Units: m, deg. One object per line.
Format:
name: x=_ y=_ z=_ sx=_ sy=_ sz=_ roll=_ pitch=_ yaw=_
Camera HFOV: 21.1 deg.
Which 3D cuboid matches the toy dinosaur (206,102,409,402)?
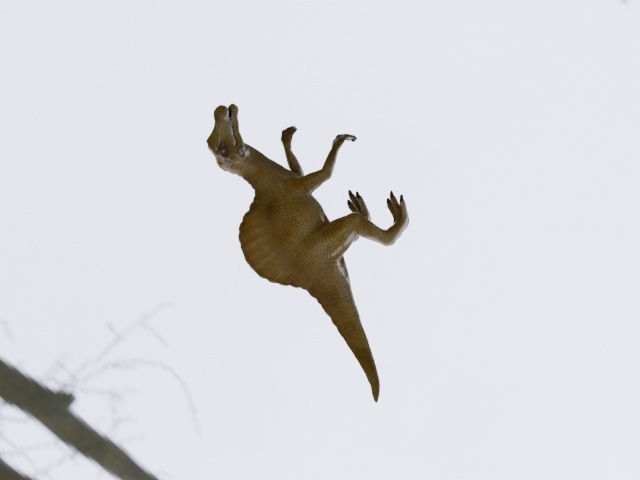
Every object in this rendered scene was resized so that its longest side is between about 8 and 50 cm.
toy dinosaur: x=0.000 y=0.000 z=0.967 sx=0.092 sy=0.053 sz=0.183 roll=-31 pitch=-92 yaw=-29
